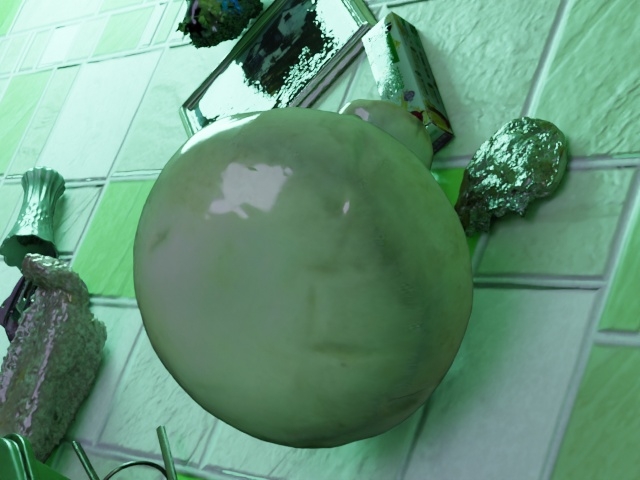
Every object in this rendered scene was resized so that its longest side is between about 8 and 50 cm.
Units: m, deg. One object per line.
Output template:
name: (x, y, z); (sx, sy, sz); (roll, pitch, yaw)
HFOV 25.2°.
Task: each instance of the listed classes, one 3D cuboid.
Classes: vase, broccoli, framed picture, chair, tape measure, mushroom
vase: (-0.390, -0.034, 1.968); (0.081, 0.081, 0.149); (-33, 37, 31)
broccoli: (-0.146, -0.331, 1.828); (0.167, 0.160, 0.154); (-67, 17, 8)
framed picture: (-0.063, -0.209, 1.756); (0.296, 0.019, 0.232); (-46, 36, 15)
chair: (-0.175, 0.277, 1.449); (0.095, 0.104, 0.221); (-34, 35, 2)
tape measure: (-0.357, 0.089, 1.826); (0.125, 0.074, 0.118); (-59, 36, 0)
mushroom: (-0.006, 0.003, 1.284); (0.315, 0.315, 0.356); (8, 72, 53)

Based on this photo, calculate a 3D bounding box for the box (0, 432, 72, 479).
box: (-0.298, 0.386, 1.438); (0.253, 0.177, 0.329); (-49, 37, 14)

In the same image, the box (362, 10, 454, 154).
box: (0.090, -0.165, 1.517); (0.050, 0.041, 0.207); (-42, 37, 25)

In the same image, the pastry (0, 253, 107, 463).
pastry: (-0.328, 0.156, 1.716); (0.102, 0.112, 0.265); (7, 80, 39)

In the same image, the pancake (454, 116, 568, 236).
pancake: (0.177, -0.064, 1.347); (0.129, 0.022, 0.116); (-21, 46, 41)
